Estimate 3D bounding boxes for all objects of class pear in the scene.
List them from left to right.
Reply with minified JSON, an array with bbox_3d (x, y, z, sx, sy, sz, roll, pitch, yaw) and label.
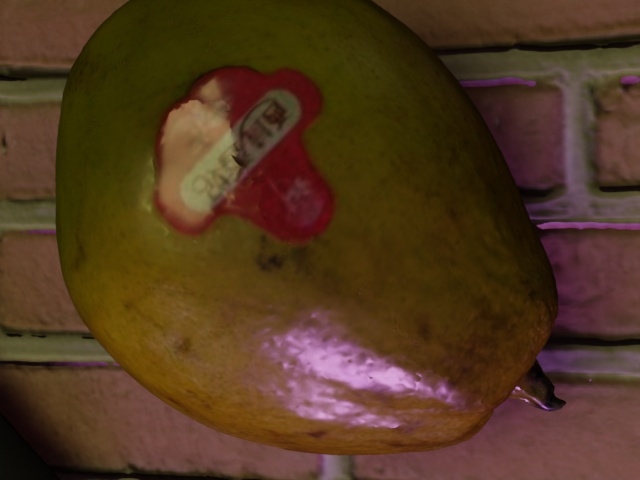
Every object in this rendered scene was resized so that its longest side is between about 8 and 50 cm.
[{"bbox_3d":[0.000,0.000,1.003,0.375,0.287,0.287,35,100,1],"label":"pear"}]

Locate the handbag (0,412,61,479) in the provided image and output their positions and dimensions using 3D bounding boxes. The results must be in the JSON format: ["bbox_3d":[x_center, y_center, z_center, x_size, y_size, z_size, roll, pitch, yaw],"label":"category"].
[{"bbox_3d":[-0.303,0.254,1.170,0.302,0.275,0.178,43,146,18],"label":"handbag"}]
